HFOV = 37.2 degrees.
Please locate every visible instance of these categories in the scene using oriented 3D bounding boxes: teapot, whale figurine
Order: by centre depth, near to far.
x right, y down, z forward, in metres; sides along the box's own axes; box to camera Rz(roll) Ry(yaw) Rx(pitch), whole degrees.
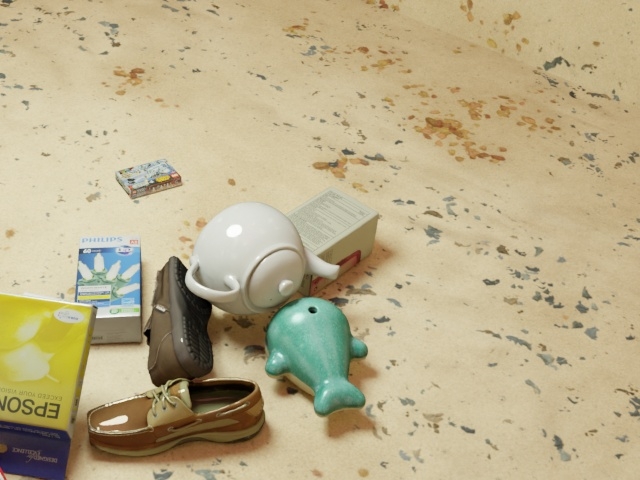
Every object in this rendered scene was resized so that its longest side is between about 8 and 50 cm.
[{"bbox_3d":[-0.003,0.219,1.856,0.216,0.141,0.272,-8,39,-19],"label":"whale figurine"},{"bbox_3d":[-0.126,0.056,1.903,0.256,0.252,0.187,-45,49,-9],"label":"teapot"}]

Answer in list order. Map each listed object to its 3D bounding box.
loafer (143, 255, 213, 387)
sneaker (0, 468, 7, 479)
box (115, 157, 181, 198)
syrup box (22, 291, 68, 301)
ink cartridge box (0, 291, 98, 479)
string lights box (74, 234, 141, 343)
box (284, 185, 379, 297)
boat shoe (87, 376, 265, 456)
[{"bbox_3d":[-0.301,0.157,1.888,0.130,0.134,0.366,-32,27,9],"label":"loafer"},{"bbox_3d":[-0.632,0.403,1.592,0.221,0.087,0.128,22,31,-2],"label":"sneaker"},{"bbox_3d":[-0.424,-0.153,2.342,0.137,0.027,0.094,-18,44,-28],"label":"box"},{"bbox_3d":[-0.567,0.214,1.810,0.096,0.093,0.237,11,39,4],"label":"syrup box"},{"bbox_3d":[-0.569,0.243,1.658,0.303,0.072,0.307,8,75,1],"label":"ink cartridge box"},{"bbox_3d":[-0.442,0.099,1.987,0.133,0.077,0.260,-2,39,-10],"label":"string lights box"},{"bbox_3d":[0.000,0.000,2.141,0.148,0.127,0.232,32,44,28],"label":"box"},{"bbox_3d":[-0.260,0.302,1.729,0.324,0.120,0.122,-5,40,-16],"label":"boat shoe"}]
